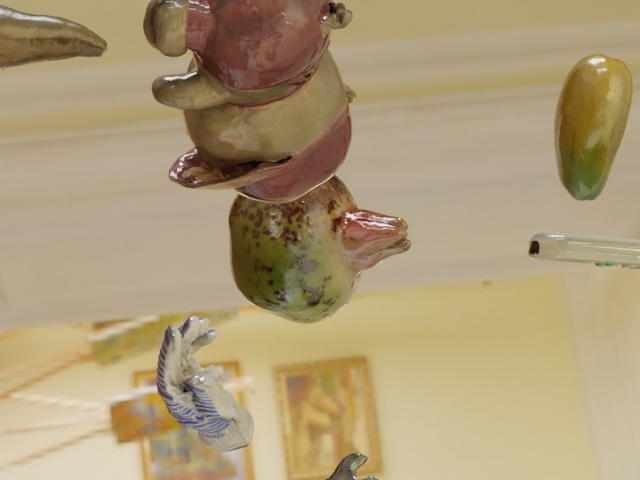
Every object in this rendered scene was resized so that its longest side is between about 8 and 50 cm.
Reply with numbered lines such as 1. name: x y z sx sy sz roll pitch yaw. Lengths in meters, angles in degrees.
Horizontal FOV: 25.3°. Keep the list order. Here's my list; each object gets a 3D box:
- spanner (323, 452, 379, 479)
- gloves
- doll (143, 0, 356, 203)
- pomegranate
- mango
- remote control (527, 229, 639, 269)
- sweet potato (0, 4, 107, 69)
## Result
1. spanner: -0.054 0.292 1.526 0.015 0.254 0.054 49 21 -46
2. gloves: -0.142 0.173 1.678 0.119 0.097 0.229 44 -22 41
3. doll: -0.059 -0.139 1.256 0.256 0.196 0.152 79 -16 -49
4. pomegranate: 0.000 0.000 1.843 0.214 0.248 0.214 16 72 -61
5. mango: 0.356 -0.148 1.881 0.130 0.092 0.194 -131 -135 -80
6. remote control: 0.369 0.014 1.790 0.078 0.221 0.042 -179 -85 -80
7. sweet potato: -0.339 -0.211 1.442 0.077 0.244 0.077 178 -90 -87
